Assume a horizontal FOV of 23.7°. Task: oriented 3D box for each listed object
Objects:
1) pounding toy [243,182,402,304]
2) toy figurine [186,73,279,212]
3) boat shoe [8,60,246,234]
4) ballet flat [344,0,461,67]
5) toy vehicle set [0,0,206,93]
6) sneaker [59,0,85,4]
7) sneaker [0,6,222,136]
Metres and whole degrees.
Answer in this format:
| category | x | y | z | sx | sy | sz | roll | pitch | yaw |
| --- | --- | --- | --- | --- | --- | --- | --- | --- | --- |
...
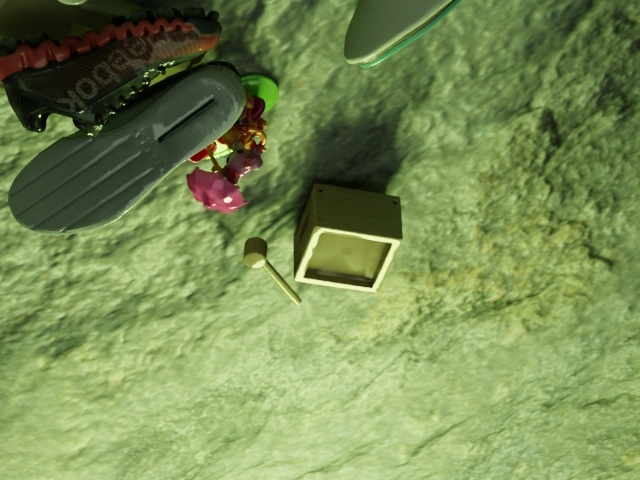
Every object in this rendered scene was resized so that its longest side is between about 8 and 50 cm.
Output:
| category | x | y | z | sx | sy | sz | roll | pitch | yaw |
| --- | --- | --- | --- | --- | --- | --- | --- | --- | --- |
| pounding toy | -0.008 | 0.005 | 2.176 | 0.206 | 0.094 | 0.181 | 9 | 139 | -11 |
| toy figurine | -0.116 | -0.111 | 1.960 | 0.173 | 0.159 | 0.130 | -30 | 136 | 15 |
| boat shoe | -0.230 | -0.112 | 1.898 | 0.335 | 0.119 | 0.121 | -27 | 102 | 12 |
| ballet flat | 0.165 | -0.366 | 1.806 | 0.400 | 0.139 | 0.139 | -34 | 135 | 15 |
| toy vehicle set | -0.291 | -0.229 | 1.875 | 0.267 | 0.035 | 0.166 | 16 | 130 | -30 |
| sneaker | -0.199 | -0.386 | 1.666 | 0.126 | 0.127 | 0.321 | 23 | 125 | -33 |
| sneaker | -0.243 | -0.196 | 1.789 | 0.276 | 0.097 | 0.135 | -14 | 95 | 1 |
